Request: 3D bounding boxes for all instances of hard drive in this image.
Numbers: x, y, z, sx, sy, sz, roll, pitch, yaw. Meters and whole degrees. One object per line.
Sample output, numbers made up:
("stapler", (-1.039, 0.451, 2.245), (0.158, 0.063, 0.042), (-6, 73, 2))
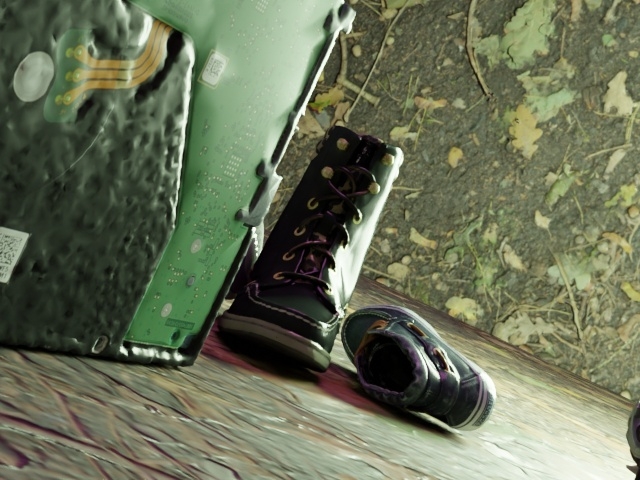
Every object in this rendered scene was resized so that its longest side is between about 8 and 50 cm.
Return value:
("hard drive", (-0.117, -0.069, 0.572), (0.064, 0.236, 0.339), (27, 4, 28))

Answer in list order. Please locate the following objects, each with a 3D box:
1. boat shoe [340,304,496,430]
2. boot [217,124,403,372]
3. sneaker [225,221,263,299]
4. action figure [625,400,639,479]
("boat shoe", (0.052, 0.084, 0.975), (0.083, 0.065, 0.183), (24, 2, -35))
("boot", (-0.002, -0.001, 0.951), (0.085, 0.178, 0.236), (24, 1, 0))
("sneaker", (-0.140, -0.006, 0.943), (0.152, 0.114, 0.305), (10, -5, 10))
("action figure", (0.303, 0.181, 0.929), (0.185, 0.099, 0.285), (19, -3, 22))
